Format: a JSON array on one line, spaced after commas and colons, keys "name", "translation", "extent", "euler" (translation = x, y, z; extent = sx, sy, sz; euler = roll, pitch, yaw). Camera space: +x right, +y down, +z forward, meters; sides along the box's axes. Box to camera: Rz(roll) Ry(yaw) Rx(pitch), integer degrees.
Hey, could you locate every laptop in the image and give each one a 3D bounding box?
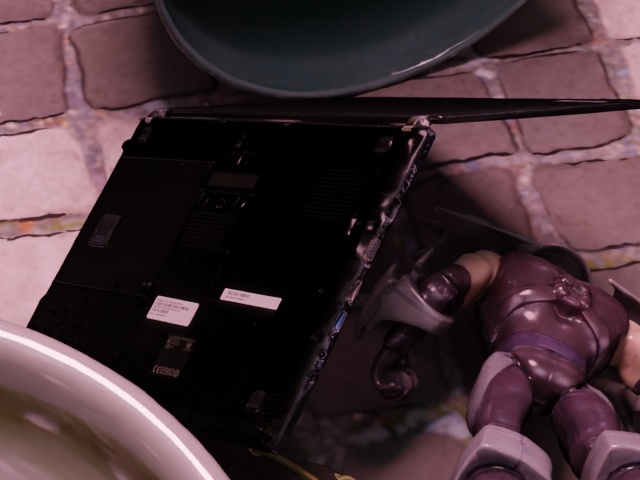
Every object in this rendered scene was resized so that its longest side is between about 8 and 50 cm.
[{"name": "laptop", "translation": [0.000, 0.000, 0.863], "extent": [0.234, 0.136, 0.264], "euler": [6, 64, 50]}]

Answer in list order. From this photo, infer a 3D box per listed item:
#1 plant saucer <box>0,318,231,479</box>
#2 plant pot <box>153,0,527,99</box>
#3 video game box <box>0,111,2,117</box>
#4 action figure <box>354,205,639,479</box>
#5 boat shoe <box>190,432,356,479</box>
[{"name": "plant saucer", "translation": [-0.204, 0.216, 0.683], "extent": [0.400, 0.100, 0.400], "euler": [5, 57, -7]}, {"name": "plant pot", "translation": [0.002, -0.258, 0.975], "extent": [0.293, 0.293, 0.196], "euler": [-17, 53, -17]}, {"name": "video game box", "translation": [-0.308, -0.078, 0.902], "extent": [0.205, 0.048, 0.187], "euler": [46, 53, -10]}, {"name": "action figure", "translation": [0.105, 0.077, 0.807], "extent": [0.185, 0.099, 0.285], "euler": [17, 26, 0]}, {"name": "boat shoe", "translation": [-0.014, 0.134, 0.790], "extent": [0.227, 0.081, 0.069], "euler": [21, 57, 16]}]
